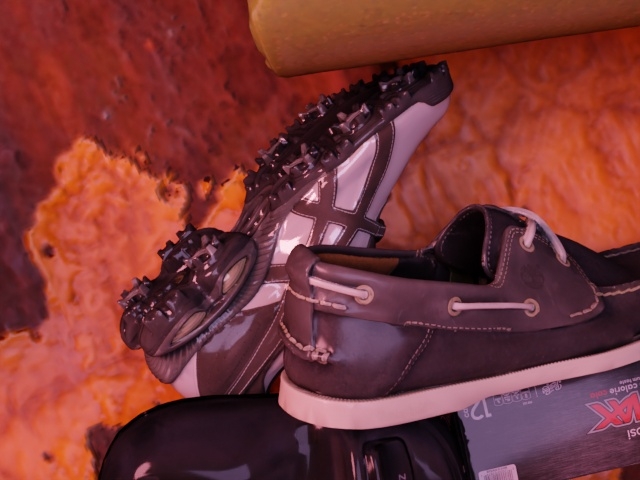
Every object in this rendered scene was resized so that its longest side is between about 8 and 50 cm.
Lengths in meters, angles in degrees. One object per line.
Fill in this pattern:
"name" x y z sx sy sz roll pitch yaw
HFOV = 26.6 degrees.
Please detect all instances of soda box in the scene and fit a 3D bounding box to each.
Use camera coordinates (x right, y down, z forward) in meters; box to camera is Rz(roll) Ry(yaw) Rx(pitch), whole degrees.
"soda box" 0.142 0.078 0.650 0.168 0.060 0.053 -11 87 -7

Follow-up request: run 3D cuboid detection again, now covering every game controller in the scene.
"game controller" -0.015 0.227 0.610 0.166 0.067 0.319 -1 95 7

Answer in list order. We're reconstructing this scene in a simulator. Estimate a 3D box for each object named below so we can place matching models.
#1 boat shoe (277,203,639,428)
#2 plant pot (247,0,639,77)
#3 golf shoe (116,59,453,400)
"boat shoe" 0.088 0.021 0.607 0.233 0.084 0.079 -10 102 -29
"plant pot" 0.074 -0.189 0.577 0.253 0.276 0.276 -16 88 4
"golf shoe" 0.000 0.000 0.639 0.198 0.077 0.094 -44 109 -6
